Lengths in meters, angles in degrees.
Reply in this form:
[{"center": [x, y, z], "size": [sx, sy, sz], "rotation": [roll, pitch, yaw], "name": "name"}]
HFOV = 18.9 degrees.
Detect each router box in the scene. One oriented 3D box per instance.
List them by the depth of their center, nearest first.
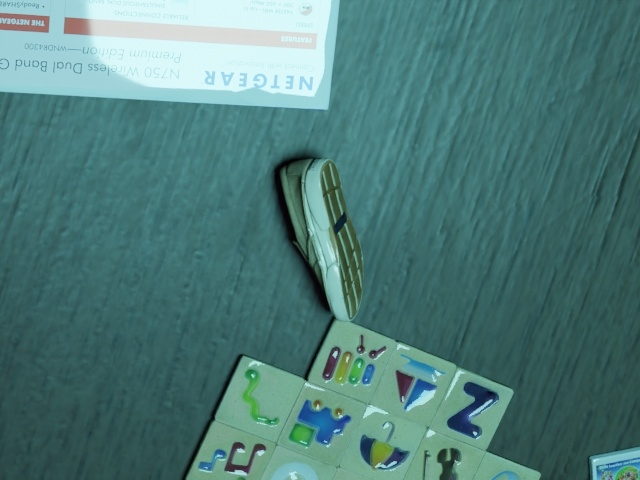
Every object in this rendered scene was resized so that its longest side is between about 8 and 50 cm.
[{"center": [-0.149, -0.254, 1.368], "size": [0.336, 0.082, 0.301], "rotation": [3, 103, -16], "name": "router box"}]

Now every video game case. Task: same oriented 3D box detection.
[{"center": [0.274, 0.235, 1.641], "size": [0.087, 0.011, 0.122], "rotation": [-9, 106, -12], "name": "video game case"}]

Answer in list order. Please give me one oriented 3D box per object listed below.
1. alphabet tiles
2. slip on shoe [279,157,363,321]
[{"center": [0.014, 0.245, 1.573], "size": [0.285, 0.011, 0.342], "rotation": [23, 96, -19], "name": "alphabet tiles"}, {"center": [0.000, 0.000, 1.495], "size": [0.041, 0.051, 0.135], "rotation": [-2, 118, 26], "name": "slip on shoe"}]
